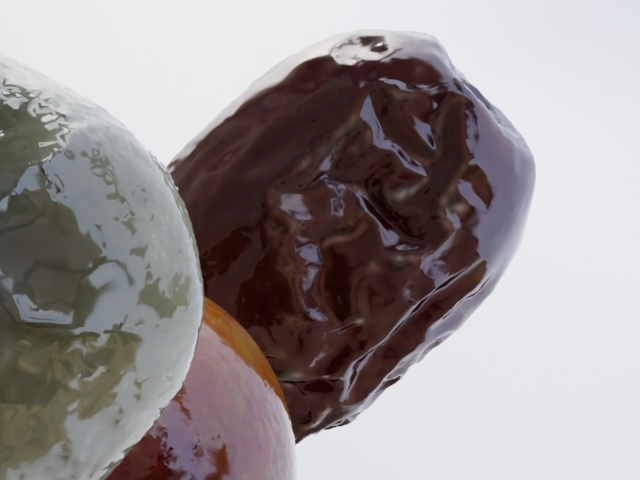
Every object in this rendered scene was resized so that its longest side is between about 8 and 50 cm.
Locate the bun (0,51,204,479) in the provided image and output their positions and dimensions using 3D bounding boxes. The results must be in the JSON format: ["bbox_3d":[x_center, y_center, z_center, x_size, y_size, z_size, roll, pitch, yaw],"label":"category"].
[{"bbox_3d":[-0.195,0.032,0.635,0.168,0.273,0.272,-124,-163,-83],"label":"bun"}]

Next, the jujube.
[{"bbox_3d":[-0.002,0.000,1.165,0.377,0.276,0.276,-43,-107,7],"label":"jujube"}]

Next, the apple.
[{"bbox_3d":[-0.137,0.156,0.850,0.163,0.293,0.251,16,-54,62],"label":"apple"}]
